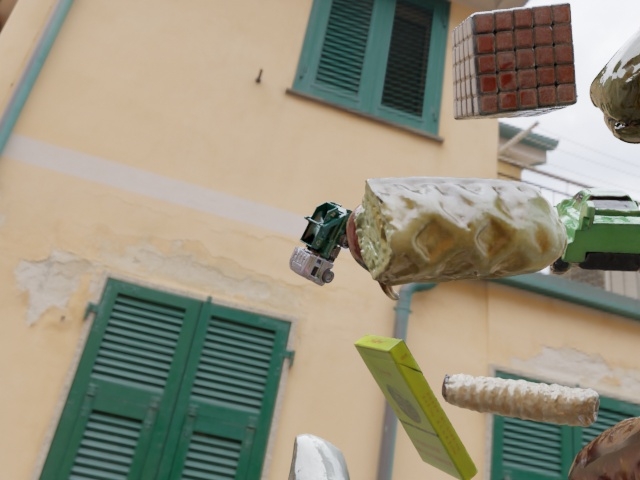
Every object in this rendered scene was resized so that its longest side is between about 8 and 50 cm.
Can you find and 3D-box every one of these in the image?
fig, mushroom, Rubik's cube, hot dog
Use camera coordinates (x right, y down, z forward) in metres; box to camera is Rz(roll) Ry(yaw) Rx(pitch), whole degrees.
[{"bbox_3d":[0.136,0.020,1.320,0.175,0.207,0.175,4,-6,0],"label":"fig"},{"bbox_3d":[-0.005,0.488,0.973,0.126,0.397,0.177,15,-72,-9],"label":"mushroom"},{"bbox_3d":[0.454,-0.417,1.508,0.237,0.238,0.237,-4,6,-2],"label":"Rubik's cube"},{"bbox_3d":[0.309,0.228,0.562,0.099,0.161,0.227,3,-28,-3],"label":"hot dog"}]

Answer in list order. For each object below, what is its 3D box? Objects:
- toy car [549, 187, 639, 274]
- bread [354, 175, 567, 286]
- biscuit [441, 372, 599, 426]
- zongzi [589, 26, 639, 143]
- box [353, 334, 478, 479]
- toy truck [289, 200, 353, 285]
[{"bbox_3d":[0.588,-0.027,1.302,0.213,0.177,0.359,2,16,14],"label":"toy car"},{"bbox_3d":[0.178,-0.012,0.781,0.267,0.152,0.130,-2,-68,-18],"label":"bread"},{"bbox_3d":[0.277,0.224,0.889,0.219,0.055,0.061,0,-38,31],"label":"biscuit"},{"bbox_3d":[0.640,-0.227,0.934,0.393,0.174,0.356,39,-72,-14],"label":"zongzi"},{"bbox_3d":[0.204,0.361,1.374,0.335,0.047,0.187,59,-19,-7],"label":"box"},{"bbox_3d":[0.000,0.000,1.613,0.116,0.216,0.110,24,3,-44],"label":"toy truck"}]
